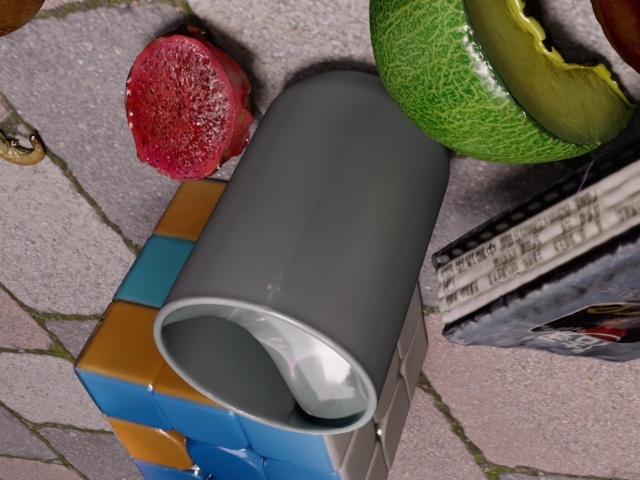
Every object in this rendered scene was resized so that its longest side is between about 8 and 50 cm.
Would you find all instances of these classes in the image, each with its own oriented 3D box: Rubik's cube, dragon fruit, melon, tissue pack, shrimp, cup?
[{"bbox_3d":[-0.059,0.138,1.230,0.291,0.291,0.290,10,144,21],"label":"Rubik's cube"},{"bbox_3d":[-0.112,-0.142,1.069,0.153,0.111,0.153,7,104,30],"label":"dragon fruit"},{"bbox_3d":[0.122,-0.135,0.897,0.265,0.129,0.169,41,146,-26],"label":"melon"},{"bbox_3d":[0.303,0.009,0.940,0.259,0.122,0.361,12,152,-30],"label":"tissue pack"},{"bbox_3d":[-0.384,-0.131,1.294,0.083,0.023,0.114,-6,142,32],"label":"shrimp"},{"bbox_3d":[0.000,0.000,0.983,0.205,0.312,0.205,16,145,11],"label":"cup"}]

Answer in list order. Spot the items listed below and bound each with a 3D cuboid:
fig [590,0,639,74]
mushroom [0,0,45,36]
[{"bbox_3d":[0.247,-0.258,0.628,0.216,0.217,0.321,-5,115,36],"label":"fig"},{"bbox_3d":[-0.367,-0.276,0.978,0.231,0.138,0.194,5,142,25],"label":"mushroom"}]
